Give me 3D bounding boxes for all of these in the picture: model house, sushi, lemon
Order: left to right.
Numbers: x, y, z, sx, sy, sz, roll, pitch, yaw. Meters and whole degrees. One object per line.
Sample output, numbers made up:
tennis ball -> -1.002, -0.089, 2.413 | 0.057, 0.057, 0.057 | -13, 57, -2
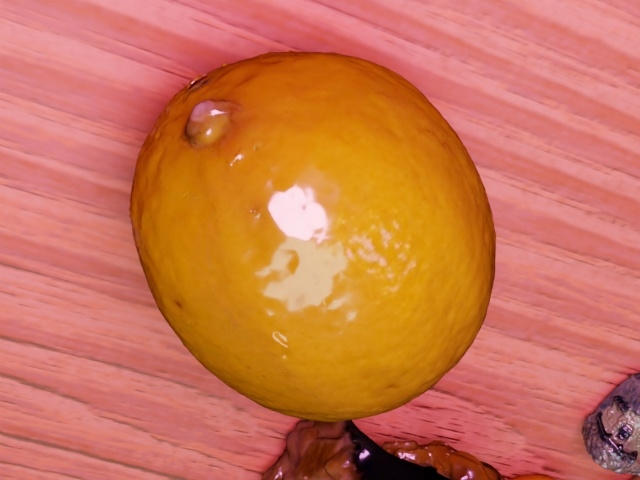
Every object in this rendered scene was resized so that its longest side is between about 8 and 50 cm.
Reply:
lemon -> -0.002, -0.003, 0.820 | 0.235, 0.236, 0.263 | -11, 143, -5
sushi -> 0.063, 0.251, 1.056 | 0.204, 0.200, 0.213 | 34, 111, -32
model house -> 0.288, 0.163, 1.125 | 0.078, 0.066, 0.083 | 17, 121, -27

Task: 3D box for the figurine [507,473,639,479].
figurine -> 0.223, 0.308, 1.195 | 0.324, 0.124, 0.222 | -39, 123, 14
